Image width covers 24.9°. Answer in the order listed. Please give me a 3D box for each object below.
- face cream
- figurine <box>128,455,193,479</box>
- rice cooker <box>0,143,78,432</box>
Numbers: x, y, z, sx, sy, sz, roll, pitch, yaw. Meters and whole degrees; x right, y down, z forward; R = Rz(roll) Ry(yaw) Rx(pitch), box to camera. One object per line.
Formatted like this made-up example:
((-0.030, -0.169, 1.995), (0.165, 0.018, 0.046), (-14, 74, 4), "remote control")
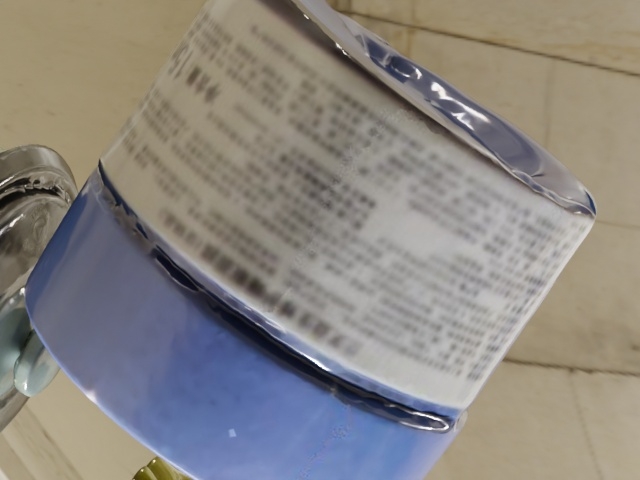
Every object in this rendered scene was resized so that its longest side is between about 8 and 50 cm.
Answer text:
((0.000, 0.000, 0.794), (0.249, 0.249, 0.225), (31, -76, -23), "face cream")
((-0.041, 0.311, 1.045), (0.315, 0.187, 0.168), (38, -75, 10), "figurine")
((-0.311, 0.024, 1.027), (0.317, 0.316, 0.264), (-7, -46, -22), "rice cooker")
